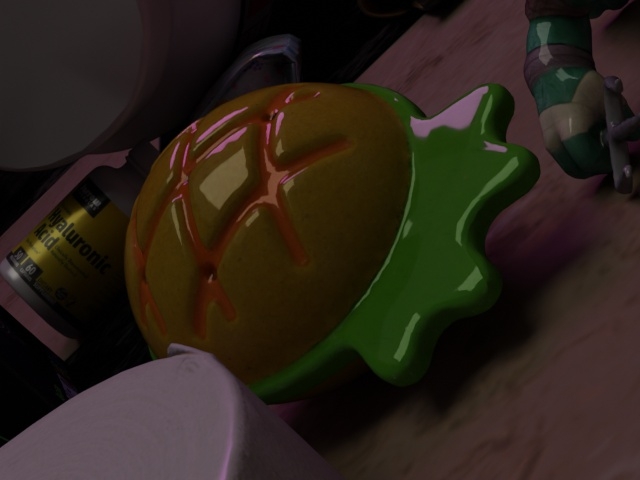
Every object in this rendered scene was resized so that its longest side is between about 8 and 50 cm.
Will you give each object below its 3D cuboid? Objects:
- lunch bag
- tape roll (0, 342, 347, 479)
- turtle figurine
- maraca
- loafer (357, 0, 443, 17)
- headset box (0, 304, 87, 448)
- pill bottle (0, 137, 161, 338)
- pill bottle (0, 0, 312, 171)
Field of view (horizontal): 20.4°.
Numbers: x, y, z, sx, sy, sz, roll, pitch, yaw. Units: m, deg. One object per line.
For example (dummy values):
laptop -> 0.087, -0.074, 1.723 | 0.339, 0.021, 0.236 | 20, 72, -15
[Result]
lunch bag -> -0.038, -0.082, 1.045 | 0.083, 0.053, 0.071 | -53, 10, 11
tape roll -> -0.136, 0.195, 0.499 | 0.392, 0.072, 0.392 | -42, 14, 13
turtle figurine -> 0.116, -0.121, 0.602 | 0.175, 0.118, 0.234 | -42, 9, 13
maraca -> 0.000, 0.000, 0.614 | 0.186, 0.099, 0.127 | -3, 64, 50
loafer -> 0.039, -0.157, 1.025 | 0.061, 0.062, 0.170 | -53, 14, -11
headset box -> -0.255, 0.035, 0.859 | 0.131, 0.283, 0.246 | -47, 13, -4
pill bottle -> -0.128, -0.003, 1.052 | 0.116, 0.065, 0.065 | -46, 14, -2
pill bottle -> -0.133, -0.175, 1.153 | 0.210, 0.210, 0.363 | -40, 6, 22
